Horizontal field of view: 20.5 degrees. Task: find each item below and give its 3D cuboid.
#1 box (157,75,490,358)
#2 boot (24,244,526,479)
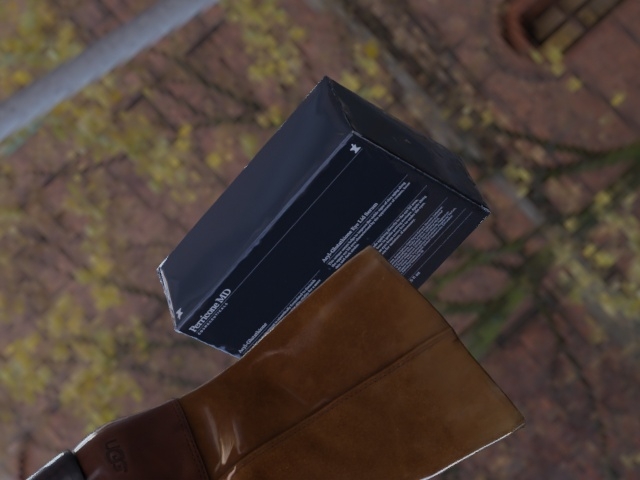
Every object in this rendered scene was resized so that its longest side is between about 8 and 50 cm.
[{"bbox_3d":[0.000,0.000,1.673,0.184,0.261,0.103,27,-155,-37],"label":"box"},{"bbox_3d":[-0.001,0.177,1.031,0.264,0.280,0.096,53,164,17],"label":"boot"}]
